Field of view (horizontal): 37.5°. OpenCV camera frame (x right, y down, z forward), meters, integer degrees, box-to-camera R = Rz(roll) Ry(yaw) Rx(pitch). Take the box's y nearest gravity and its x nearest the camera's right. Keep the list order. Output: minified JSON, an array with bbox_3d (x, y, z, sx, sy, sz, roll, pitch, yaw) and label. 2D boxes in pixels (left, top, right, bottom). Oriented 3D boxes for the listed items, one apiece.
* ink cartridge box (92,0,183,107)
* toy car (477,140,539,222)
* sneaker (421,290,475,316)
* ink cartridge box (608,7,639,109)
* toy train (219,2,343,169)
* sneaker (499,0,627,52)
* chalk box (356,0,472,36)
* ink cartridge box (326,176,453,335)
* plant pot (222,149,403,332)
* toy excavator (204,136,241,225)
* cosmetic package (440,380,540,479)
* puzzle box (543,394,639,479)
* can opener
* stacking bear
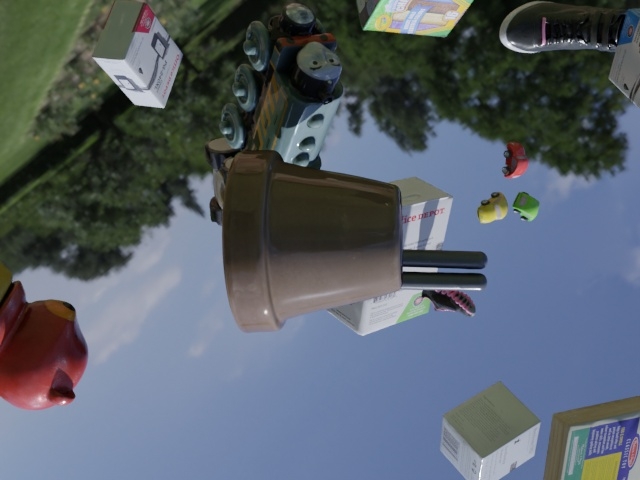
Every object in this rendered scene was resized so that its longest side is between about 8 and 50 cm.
[{"bbox_3d":[-0.290,-0.297,1.517,0.063,0.150,0.109,9,-109,21],"label":"ink cartridge box"},{"bbox_3d":[0.530,-0.117,2.520,0.053,0.225,0.239,18,-103,47],"label":"toy car"},{"bbox_3d":[0.246,0.119,1.835,0.047,0.119,0.057,-17,136,-54],"label":"sneaker"},{"bbox_3d":[0.620,-0.313,1.706,0.085,0.148,0.203,-3,-144,-13],"label":"ink cartridge box"},{"bbox_3d":[-0.054,-0.207,1.499,0.142,0.190,0.334,-12,148,-29],"label":"toy train"},{"bbox_3d":[0.519,-0.435,1.929,0.295,0.105,0.147,-8,-162,-23],"label":"sneaker"},{"bbox_3d":[0.137,-0.443,1.607,0.213,0.132,0.132,0,156,-22],"label":"chalk box"},{"bbox_3d":[0.136,0.026,1.877,0.198,0.273,0.114,-14,-146,-38],"label":"ink cartridge box"},{"bbox_3d":[0.000,0.000,1.330,0.229,0.263,0.263,-1,-161,6],"label":"plant pot"},{"bbox_3d":[-0.031,-0.127,2.393,0.445,0.222,0.433,-13,-149,-18],"label":"toy excavator"},{"bbox_3d":[0.406,0.470,2.271,0.183,0.151,0.151,-26,-132,-21],"label":"cosmetic package"},{"bbox_3d":[0.541,0.496,1.812,0.272,0.409,0.052,-5,-159,-24],"label":"puzzle box"},{"bbox_3d":[0.138,0.051,1.566,0.280,0.074,0.093,2,-177,1],"label":"can opener"},{"bbox_3d":[-0.369,0.070,0.962,0.164,0.289,0.175,-56,-165,0],"label":"stacking bear"}]
